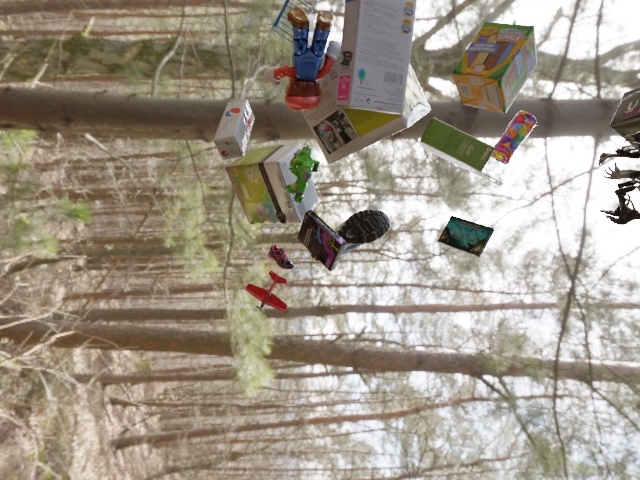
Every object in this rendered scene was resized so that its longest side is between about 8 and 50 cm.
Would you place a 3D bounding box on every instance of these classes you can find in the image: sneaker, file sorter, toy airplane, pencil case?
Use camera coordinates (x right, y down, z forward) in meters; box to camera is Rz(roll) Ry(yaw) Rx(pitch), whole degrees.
[{"bbox_3d":[0.110,-0.022,1.634,0.147,0.330,0.129,19,48,-86],"label":"sneaker"},{"bbox_3d":[-0.100,-0.856,1.605,0.170,0.105,0.118,-60,-160,11],"label":"file sorter"},{"bbox_3d":[-0.132,0.054,1.443,0.047,0.119,0.057,-17,134,-51],"label":"sneaker"},{"bbox_3d":[-0.159,0.163,1.368,0.028,0.151,0.151,133,-38,-57],"label":"toy airplane"},{"bbox_3d":[0.817,-0.435,1.793,0.236,0.104,0.104,-51,177,-8],"label":"pencil case"}]

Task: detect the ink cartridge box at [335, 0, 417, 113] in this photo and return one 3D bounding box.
[{"bbox_3d":[0.134,-0.464,0.989,0.065,0.186,0.311,25,-66,47],"label":"ink cartridge box"}]

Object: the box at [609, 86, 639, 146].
[{"bbox_3d":[1.114,-0.370,1.362,0.143,0.270,0.165,-61,-167,-9],"label":"box"}]

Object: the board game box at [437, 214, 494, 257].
[{"bbox_3d":[0.570,-0.017,1.669,0.186,0.026,0.126,25,-96,45],"label":"board game box"}]

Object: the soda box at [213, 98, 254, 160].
[{"bbox_3d":[-0.255,-0.336,1.269,0.073,0.069,0.216,70,16,-44],"label":"soda box"}]

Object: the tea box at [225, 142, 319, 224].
[{"bbox_3d":[-0.229,-0.270,2.069,0.220,0.324,0.328,-52,132,-44],"label":"tea box"}]

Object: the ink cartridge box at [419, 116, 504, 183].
[{"bbox_3d":[0.340,-0.203,0.982,0.062,0.209,0.109,-62,166,11],"label":"ink cartridge box"}]

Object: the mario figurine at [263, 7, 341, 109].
[{"bbox_3d":[-0.056,-0.556,1.318,0.170,0.198,0.320,-56,169,-38],"label":"mario figurine"}]

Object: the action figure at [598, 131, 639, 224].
[{"bbox_3d":[0.798,-0.183,1.091,0.164,0.141,0.275,-35,133,-53],"label":"action figure"}]

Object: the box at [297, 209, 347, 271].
[{"bbox_3d":[0.000,0.000,1.275,0.162,0.029,0.116,45,-44,26],"label":"box"}]

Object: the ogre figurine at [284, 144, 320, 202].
[{"bbox_3d":[-0.061,-0.235,1.414,0.118,0.097,0.197,-54,-168,48],"label":"ogre figurine"}]

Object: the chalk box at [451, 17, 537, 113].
[{"bbox_3d":[0.623,-0.622,1.464,0.289,0.179,0.180,-56,142,-4],"label":"chalk box"}]

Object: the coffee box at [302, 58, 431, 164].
[{"bbox_3d":[0.156,-0.537,1.587,0.334,0.338,0.337,62,36,-12],"label":"coffee box"}]
